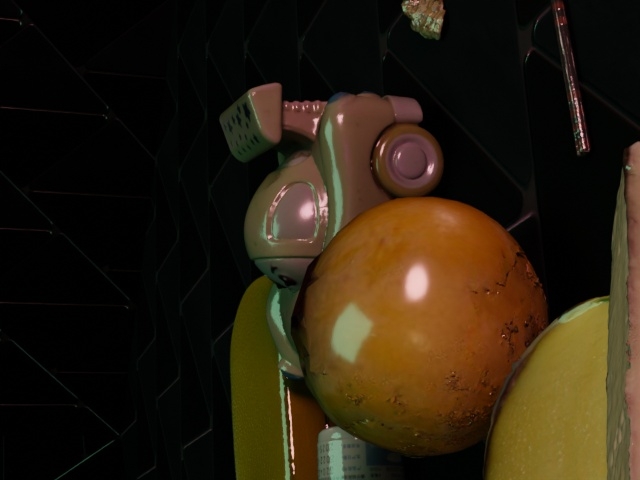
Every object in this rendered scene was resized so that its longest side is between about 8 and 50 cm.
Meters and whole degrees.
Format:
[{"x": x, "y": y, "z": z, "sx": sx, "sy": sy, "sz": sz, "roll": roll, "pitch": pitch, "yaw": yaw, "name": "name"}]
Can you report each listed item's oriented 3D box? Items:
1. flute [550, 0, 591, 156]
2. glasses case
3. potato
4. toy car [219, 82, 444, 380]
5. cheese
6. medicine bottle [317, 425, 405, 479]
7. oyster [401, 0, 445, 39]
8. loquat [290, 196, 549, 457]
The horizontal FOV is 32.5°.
[{"x": 0.215, "y": -0.198, "z": 0.983, "sx": 0.014, "sy": 0.014, "sz": 0.269, "roll": 129, "pitch": 140, "yaw": -62, "name": "flute"}, {"x": -0.030, "y": 0.234, "z": 1.478, "sx": 0.173, "sy": 0.141, "sz": 0.371, "roll": -35, "pitch": 53, "yaw": 51, "name": "glasses case"}, {"x": 0.205, "y": 0.164, "z": 0.756, "sx": 0.160, "sy": 0.111, "sz": 0.271, "roll": -38, "pitch": 24, "yaw": 32, "name": "potato"}, {"x": 0.000, "y": 0.000, "z": 1.279, "sx": 0.242, "sy": 0.226, "sz": 0.335, "roll": 167, "pitch": 107, "yaw": -72, "name": "toy car"}, {"x": 0.194, "y": 0.086, "z": 0.667, "sx": 0.400, "sy": 0.034, "sz": 0.085, "roll": -72, "pitch": -16, "yaw": -48, "name": "cheese"}, {"x": 0.049, "y": 0.303, "z": 1.278, "sx": 0.105, "sy": 0.105, "sz": 0.168, "roll": 139, "pitch": 132, "yaw": -66, "name": "medicine bottle"}, {"x": 0.119, "y": -0.274, "z": 1.257, "sx": 0.083, "sy": 0.038, "sz": 0.080, "roll": -118, "pitch": 37, "yaw": -61, "name": "oyster"}, {"x": 0.088, "y": 0.080, "z": 0.985, "sx": 0.235, "sy": 0.235, "sz": 0.235, "roll": -177, "pitch": 90, "yaw": -72, "name": "loquat"}]
